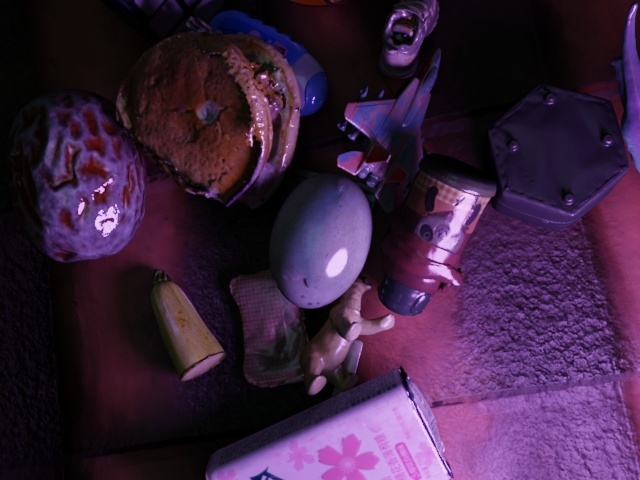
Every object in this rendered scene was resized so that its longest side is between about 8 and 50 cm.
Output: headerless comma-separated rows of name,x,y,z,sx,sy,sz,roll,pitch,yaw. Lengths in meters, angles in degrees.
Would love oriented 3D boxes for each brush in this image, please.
brush,0.037,0.259,1.182,0.033,0.030,0.179,11,83,22

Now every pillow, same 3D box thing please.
pillow,-0.085,0.155,1.218,0.135,0.034,0.211,-11,80,5

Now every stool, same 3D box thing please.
stool,0.383,-0.135,1.126,0.232,0.141,0.232,-2,81,10

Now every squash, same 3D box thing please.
squash,-0.259,0.142,1.235,0.094,0.094,0.224,-34,68,3

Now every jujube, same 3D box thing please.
jujube,-0.444,-0.109,1.232,0.246,0.215,0.308,-24,79,6

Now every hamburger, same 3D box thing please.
hamburger,-0.178,-0.223,1.169,0.318,0.195,0.277,46,116,14

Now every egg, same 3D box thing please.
egg,0.000,0.000,1.154,0.169,0.169,0.237,13,80,12

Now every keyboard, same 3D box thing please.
keyboard,-0.009,-0.093,1.252,0.231,0.023,0.072,15,91,13

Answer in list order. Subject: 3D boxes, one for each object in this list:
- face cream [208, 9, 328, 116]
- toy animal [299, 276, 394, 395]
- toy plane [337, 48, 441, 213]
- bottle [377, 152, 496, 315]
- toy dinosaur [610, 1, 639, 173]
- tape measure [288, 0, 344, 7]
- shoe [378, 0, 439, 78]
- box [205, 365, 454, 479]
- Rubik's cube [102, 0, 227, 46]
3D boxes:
face cream,-0.102,-0.323,1.273,0.264,0.083,0.149,32,101,13
toy animal,0.035,0.161,1.163,0.101,0.103,0.219,30,86,45
toy plane,0.141,-0.218,1.196,0.104,0.223,0.326,-11,47,48
bottle,0.186,0.002,1.127,0.156,0.143,0.271,37,114,37
toy dinosaur,0.516,-0.111,1.028,0.129,0.383,0.331,-6,64,36
tape measure,-0.027,-0.519,1.225,0.202,0.223,0.135,6,80,30
shoe,0.156,-0.393,1.234,0.089,0.092,0.180,21,85,13
box,0.019,0.364,1.107,0.369,0.112,0.190,-25,102,4
Rubik's cube,-0.332,-0.606,1.233,0.344,0.337,0.344,39,89,15
